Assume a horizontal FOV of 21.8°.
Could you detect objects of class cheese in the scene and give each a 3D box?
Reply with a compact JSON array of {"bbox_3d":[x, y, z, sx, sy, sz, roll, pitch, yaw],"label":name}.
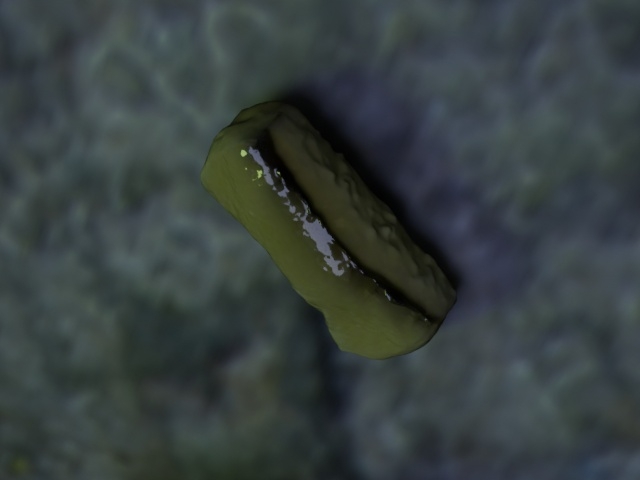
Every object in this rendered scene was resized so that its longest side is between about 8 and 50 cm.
[{"bbox_3d":[0.000,0.000,0.465,0.083,0.030,0.044,49,146,-13],"label":"cheese"}]
